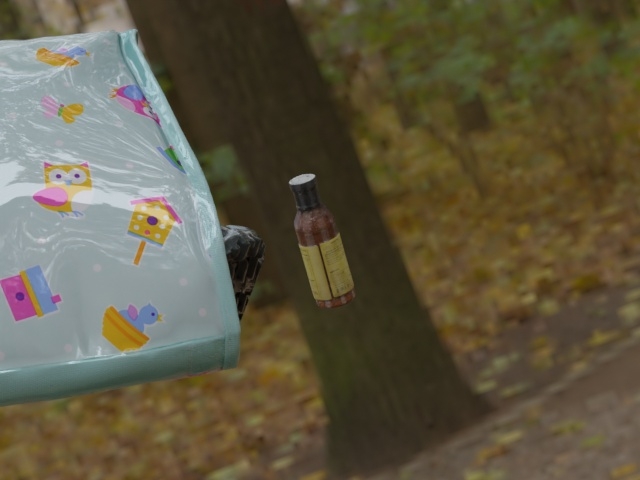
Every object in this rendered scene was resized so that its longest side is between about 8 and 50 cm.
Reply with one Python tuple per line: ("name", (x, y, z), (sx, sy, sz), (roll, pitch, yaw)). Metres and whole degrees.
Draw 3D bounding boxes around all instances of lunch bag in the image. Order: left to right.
("lunch bag", (-0.184, 0.003, 1.221), (0.223, 0.262, 0.160), (-7, -44, -20))

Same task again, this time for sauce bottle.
("sauce bottle", (0.000, 0.000, 1.881), (0.042, 0.128, 0.042), (-12, 19, 4))

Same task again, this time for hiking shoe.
("hiking shoe", (-0.120, 0.031, 1.569), (0.132, 0.113, 0.304), (21, -5, -1))
